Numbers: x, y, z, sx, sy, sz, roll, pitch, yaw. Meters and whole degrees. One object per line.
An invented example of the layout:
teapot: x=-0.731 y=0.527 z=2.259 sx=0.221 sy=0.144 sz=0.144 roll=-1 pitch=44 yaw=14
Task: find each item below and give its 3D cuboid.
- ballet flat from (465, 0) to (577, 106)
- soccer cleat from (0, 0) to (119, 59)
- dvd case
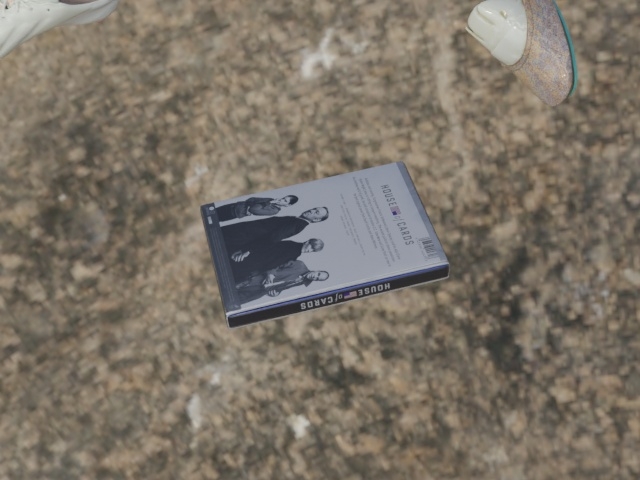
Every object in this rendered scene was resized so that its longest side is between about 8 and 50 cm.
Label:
ballet flat: x=0.224 y=-0.306 z=1.506 sx=0.106 sy=0.107 sz=0.316 roll=-5 pitch=67 yaw=-22
soccer cleat: x=-0.287 y=-0.222 z=1.164 sx=0.196 sy=0.076 sz=0.068 roll=-22 pitch=82 yaw=-18
dvd case: x=0.000 y=0.000 z=1.307 sx=0.238 sy=0.030 sz=0.179 roll=-12 pitch=43 yaw=-6
